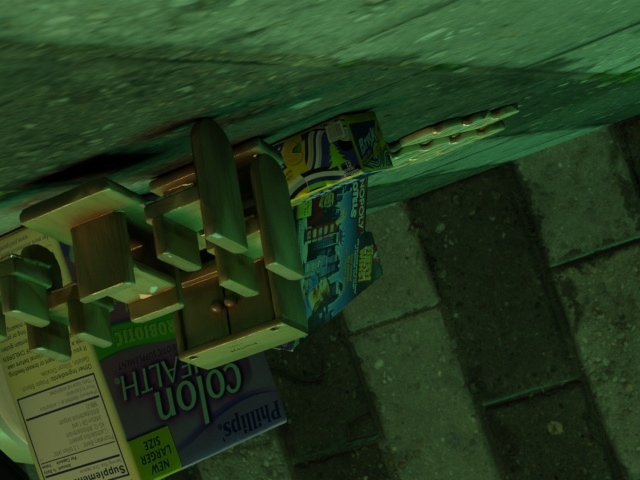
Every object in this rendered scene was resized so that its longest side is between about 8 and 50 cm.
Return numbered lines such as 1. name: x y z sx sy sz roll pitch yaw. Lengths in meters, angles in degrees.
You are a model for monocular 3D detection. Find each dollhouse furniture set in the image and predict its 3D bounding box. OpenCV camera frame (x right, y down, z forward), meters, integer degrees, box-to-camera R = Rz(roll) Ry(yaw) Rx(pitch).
1. dollhouse furniture set: -0.120 -0.015 1.067 0.212 0.161 0.242 -20 156 22

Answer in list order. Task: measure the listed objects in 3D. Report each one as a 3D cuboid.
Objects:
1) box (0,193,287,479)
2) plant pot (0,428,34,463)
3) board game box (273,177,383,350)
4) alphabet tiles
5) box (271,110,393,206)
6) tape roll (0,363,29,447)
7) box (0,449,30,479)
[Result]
1. box: -0.170 0.091 1.289 0.117 0.243 0.213 -20 177 35
2. plant pot: -0.471 0.202 2.029 0.274 0.256 0.256 1 168 -27
3. board game box: 0.000 0.000 1.507 0.060 0.194 0.194 9 -167 28
4. alphabet tiles: 0.095 -0.103 1.728 0.278 0.021 0.284 -21 177 44
5. box: -0.024 -0.060 1.256 0.169 0.054 0.059 -20 178 32
6. tape roll: -0.285 0.148 1.720 0.246 0.246 0.169 -19 179 -18
7. box: -0.397 0.245 1.154 0.073 0.293 0.295 -23 -154 49
